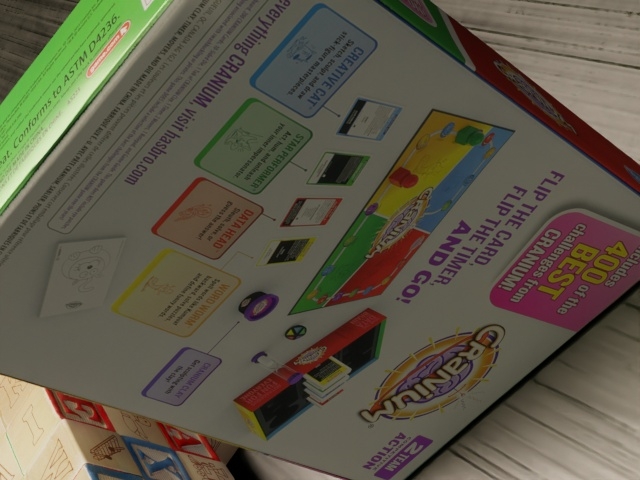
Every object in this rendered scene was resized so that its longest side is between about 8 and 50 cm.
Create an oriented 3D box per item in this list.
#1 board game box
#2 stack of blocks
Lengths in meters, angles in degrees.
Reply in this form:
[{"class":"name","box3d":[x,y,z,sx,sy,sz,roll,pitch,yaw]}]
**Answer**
[{"class":"board game box","box3d":[0.000,0.000,0.511,0.242,0.316,0.064,-45,42,21]},{"class":"stack of blocks","box3d":[-0.145,0.135,0.711,0.087,0.171,0.297,-56,41,9]}]
